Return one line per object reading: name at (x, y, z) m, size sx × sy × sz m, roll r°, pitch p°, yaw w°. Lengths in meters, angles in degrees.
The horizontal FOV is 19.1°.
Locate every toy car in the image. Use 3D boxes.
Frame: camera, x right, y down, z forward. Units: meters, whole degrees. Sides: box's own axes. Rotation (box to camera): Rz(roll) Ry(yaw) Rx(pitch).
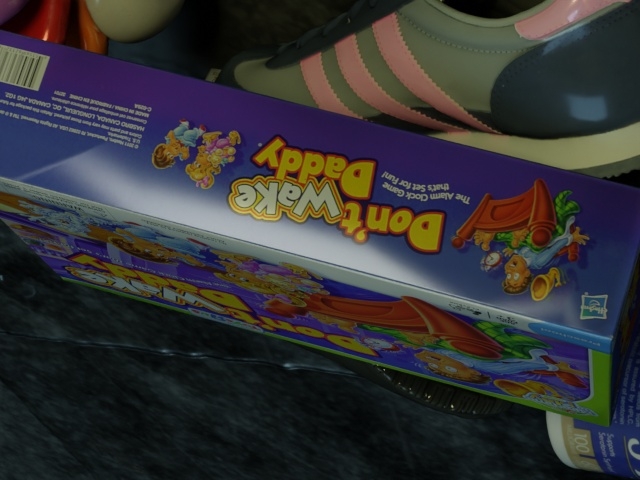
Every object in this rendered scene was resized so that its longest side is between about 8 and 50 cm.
toy car at (-0.179, -0.151, 1.068) m, size 0.159 × 0.136 × 0.182 m, roll 3°, pitch 145°, yaw 35°

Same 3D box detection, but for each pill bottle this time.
pill bottle at (0.247, 0.103, 1.198) m, size 0.186 × 0.112 × 0.112 m, roll 6°, pitch 147°, yaw 31°

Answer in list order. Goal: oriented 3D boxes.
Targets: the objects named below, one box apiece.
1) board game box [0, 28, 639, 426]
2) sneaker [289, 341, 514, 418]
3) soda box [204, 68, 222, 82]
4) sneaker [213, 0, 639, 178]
board game box at (0.000, 0.000, 1.033) m, size 0.347 × 0.078 × 0.233 m, roll 14°, pitch 167°, yaw 13°
sneaker at (0.010, 0.033, 1.299) m, size 0.286 × 0.109 × 0.130 m, roll 31°, pitch 162°, yaw 2°
soda box at (0.022, -0.045, 1.166) m, size 0.216 × 0.069 × 0.074 m, roll 11°, pitch 149°, yaw 25°
sneaker at (0.056, -0.112, 1.019) m, size 0.319 × 0.112 × 0.131 m, roll 4°, pitch 119°, yaw 41°
